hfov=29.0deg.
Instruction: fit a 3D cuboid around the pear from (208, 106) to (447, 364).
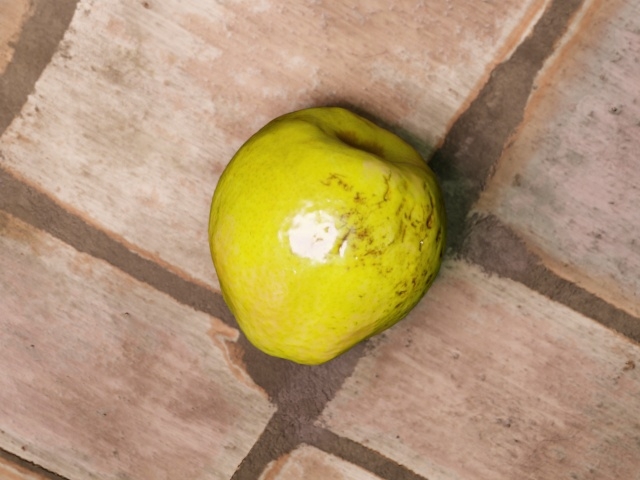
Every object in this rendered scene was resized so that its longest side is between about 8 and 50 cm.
[{"bbox_3d":[0.000,0.000,1.858,0.391,0.391,0.391,1,112,2],"label":"pear"}]
